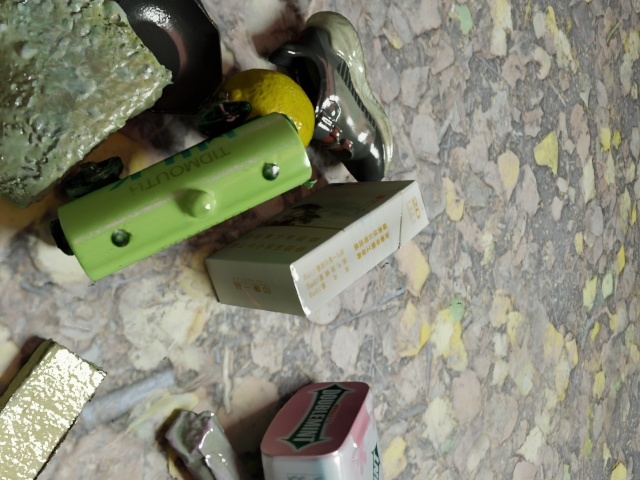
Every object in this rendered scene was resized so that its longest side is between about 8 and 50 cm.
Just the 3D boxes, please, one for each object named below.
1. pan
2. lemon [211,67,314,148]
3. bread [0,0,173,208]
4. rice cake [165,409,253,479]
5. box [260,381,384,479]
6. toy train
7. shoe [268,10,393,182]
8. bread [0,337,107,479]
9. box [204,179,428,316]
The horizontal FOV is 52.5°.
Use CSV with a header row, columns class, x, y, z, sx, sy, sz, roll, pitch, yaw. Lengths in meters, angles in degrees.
class,x,y,z,sx,sy,sz,roll,pitch,yaw
pan,-0.146,-0.220,0.677,0.128,0.048,0.202,52,58,-34
lemon,-0.065,-0.135,0.721,0.133,0.109,0.109,22,76,-56
bread,-0.215,-0.141,0.562,0.172,0.064,0.232,4,89,-18
rice cake,-0.097,0.304,0.745,0.270,0.048,0.055,67,28,-24
box,0.024,0.382,0.796,0.190,0.112,0.370,-33,117,-68
toy train,-0.122,-0.047,0.590,0.253,0.157,0.105,-26,114,-12
shoe,0.010,-0.166,0.814,0.112,0.099,0.228,-29,108,-34
bread,-0.264,0.167,0.585,0.068,0.028,0.154,47,60,-35
box,0.000,0.000,0.763,0.233,0.149,0.067,-34,118,-39
